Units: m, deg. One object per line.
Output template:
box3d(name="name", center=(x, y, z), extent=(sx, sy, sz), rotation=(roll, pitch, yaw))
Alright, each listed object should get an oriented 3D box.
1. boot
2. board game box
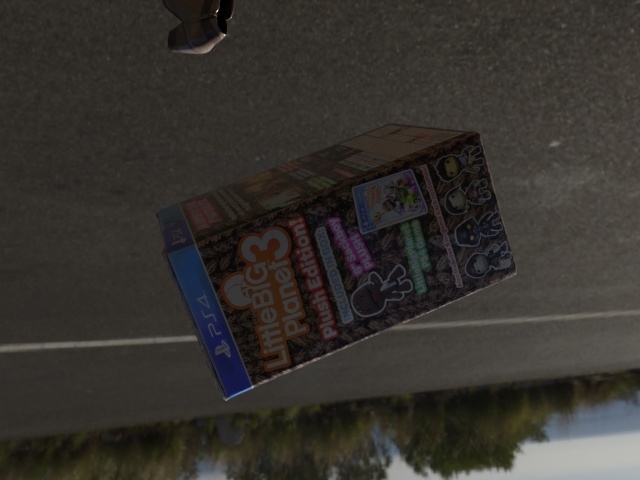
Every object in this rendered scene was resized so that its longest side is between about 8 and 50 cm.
box3d(name="boot", center=(-0.131, -0.259, 0.803), extent=(0.087, 0.119, 0.042), rotation=(-9, 170, 37))
box3d(name="board game box", center=(0.000, 0.000, 0.731), extent=(0.291, 0.141, 0.232), rotation=(-22, -165, -9))
